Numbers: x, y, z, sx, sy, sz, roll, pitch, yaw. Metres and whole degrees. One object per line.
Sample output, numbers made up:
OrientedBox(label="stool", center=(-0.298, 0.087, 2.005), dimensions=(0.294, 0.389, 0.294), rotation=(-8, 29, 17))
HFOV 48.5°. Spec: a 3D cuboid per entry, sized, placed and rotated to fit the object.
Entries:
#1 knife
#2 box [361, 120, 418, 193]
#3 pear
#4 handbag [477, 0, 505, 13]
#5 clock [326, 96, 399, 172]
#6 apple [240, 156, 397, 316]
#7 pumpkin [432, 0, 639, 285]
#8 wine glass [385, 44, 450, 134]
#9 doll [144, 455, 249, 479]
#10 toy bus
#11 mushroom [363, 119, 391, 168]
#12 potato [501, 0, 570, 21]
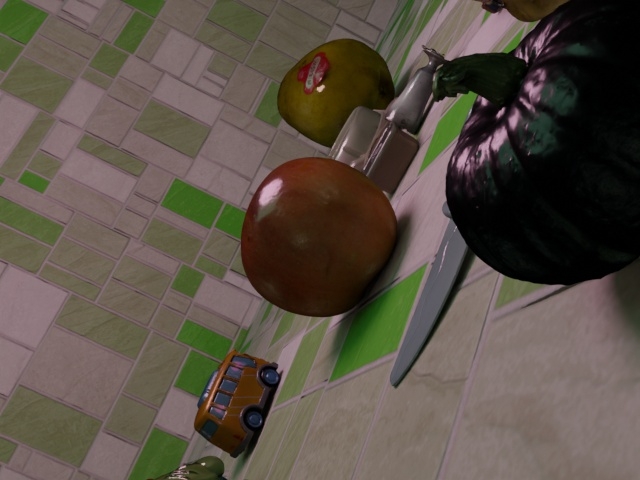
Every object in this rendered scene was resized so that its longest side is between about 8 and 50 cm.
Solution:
OrientedBox(label="knife", center=(0.140, 0.000, 0.750), dimensions=(0.080, 0.044, 0.331), rotation=(172, 118, -74))
OrientedBox(label="box", center=(0.126, -0.148, 1.298), dimensions=(0.122, 0.062, 0.089), rotation=(-60, 7, 18))
OrientedBox(label="pear", center=(0.030, -0.380, 1.878), dimensions=(0.375, 0.287, 0.287), rotation=(-2, 55, 45))
OrientedBox(label="handbag", center=(0.218, -0.469, 1.078), dimensions=(0.190, 0.252, 0.193), rotation=(-63, -9, -77))
OrientedBox(label="clock", center=(0.077, -0.181, 1.615), dimensions=(0.324, 0.109, 0.265), rotation=(-57, 8, 42))
OrientedBox(label="apple", center=(0.000, 0.000, 1.103), dimensions=(0.253, 0.254, 0.253), rotation=(-62, 7, 13))
OrientedBox(label="pumpkin", center=(0.156, -0.063, 0.416), dimensions=(0.194, 0.150, 0.194), rotation=(-27, 19, 10))
OrientedBox(label="wine glass", center=(0.186, -0.283, 1.344), dimensions=(0.155, 0.072, 0.072), rotation=(-62, 7, 11))
OrientedBox(label="doll", center=(-0.199, 0.436, 1.080), dimensions=(0.199, 0.186, 0.322), rotation=(-33, -11, 1))
OrientedBox(label="toy bus", center=(-0.179, 0.334, 1.498), dimensions=(0.126, 0.136, 0.209), rotation=(-56, 9, 48))
OrientedBox(label="mushroom", center=(0.132, -0.184, 1.426), dimensions=(0.068, 0.043, 0.306), rotation=(7, 69, 63))
OrientedBox(label="potato", center=(0.257, -0.298, 0.816), dimensions=(0.091, 0.070, 0.138), rotation=(-64, 7, 4))
